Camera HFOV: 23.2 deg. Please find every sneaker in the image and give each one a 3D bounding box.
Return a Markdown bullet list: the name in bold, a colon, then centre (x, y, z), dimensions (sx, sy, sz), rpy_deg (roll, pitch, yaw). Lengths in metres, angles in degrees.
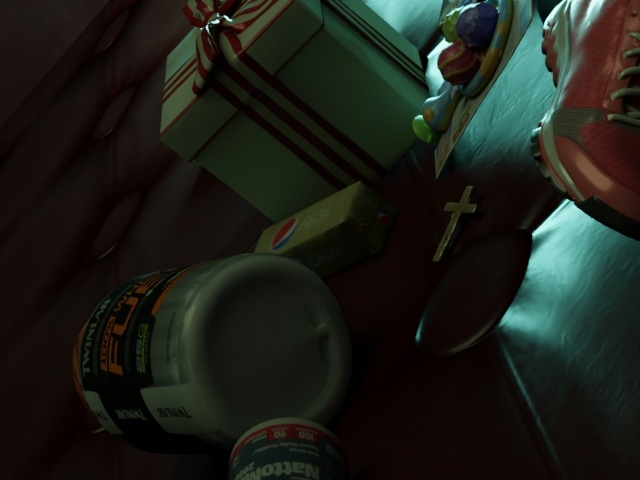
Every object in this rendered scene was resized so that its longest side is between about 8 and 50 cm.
- **sneaker**: centre (0.250, -0.136, 1.274), dimensions (0.314, 0.116, 0.136), rpy_deg (-87, 23, -45)

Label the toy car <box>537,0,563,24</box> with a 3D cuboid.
- **toy car**: centre (0.259, -0.327, 1.448), dimensions (0.210, 0.238, 0.219), rpy_deg (-58, 22, -15)

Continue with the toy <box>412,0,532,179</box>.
- **toy**: centre (0.146, -0.190, 1.590), dimensions (0.237, 0.056, 0.137), rpy_deg (115, 165, -47)

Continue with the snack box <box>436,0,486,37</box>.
- **snack box**: centre (0.179, -0.313, 1.872), dimensions (0.064, 0.022, 0.178), rpy_deg (-32, 29, 35)

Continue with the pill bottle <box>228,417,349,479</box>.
- **pill bottle**: centre (-0.026, 0.244, 1.315), dimensions (0.108, 0.108, 0.180), rpy_deg (-43, 24, 22)

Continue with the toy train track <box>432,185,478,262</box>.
- **toy train track**: centre (0.133, -0.014, 1.522), dimensions (0.048, 0.014, 0.083), rpy_deg (7, 67, 57)

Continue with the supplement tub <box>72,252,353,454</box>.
- **supplement tub**: centre (-0.123, 0.121, 1.580), dimensions (0.316, 0.193, 0.194), rpy_deg (-13, 44, 58)

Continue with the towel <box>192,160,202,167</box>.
- **towel**: centre (-0.066, -0.268, 2.270), dimensions (0.237, 0.037, 0.329), rpy_deg (-23, 36, 52)

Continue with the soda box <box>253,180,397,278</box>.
- **soda box**: centre (0.000, 0.000, 1.702), dimensions (0.181, 0.058, 0.061), rpy_deg (-26, 33, 49)

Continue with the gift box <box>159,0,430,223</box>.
- **gift box**: centre (-0.029, -0.202, 1.800), dimensions (0.276, 0.258, 0.255), rpy_deg (-47, 23, 16)
